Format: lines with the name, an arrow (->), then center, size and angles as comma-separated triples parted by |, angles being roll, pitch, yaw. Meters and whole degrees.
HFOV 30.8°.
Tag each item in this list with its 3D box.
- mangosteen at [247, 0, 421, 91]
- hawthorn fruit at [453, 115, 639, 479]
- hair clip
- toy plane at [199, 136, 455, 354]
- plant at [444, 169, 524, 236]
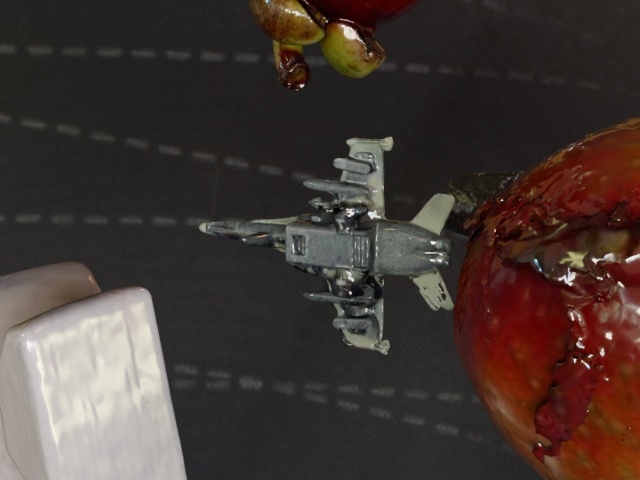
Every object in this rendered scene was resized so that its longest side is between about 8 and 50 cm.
mangosteen -> 0.012, -0.264, 1.088 | 0.215, 0.258, 0.215 | 11, 5, -1
hawthorn fruit -> 0.244, 0.047, 0.834 | 0.316, 0.316, 0.316 | 8, 20, -3
hair clip -> -0.094, 0.176, 0.524 | 0.085, 0.331, 0.101 | -14, 15, -34
toy plane -> -0.004, 0.002, 1.035 | 0.262, 0.192, 0.088 | 3, 10, 20
plant -> 0.219, -0.037, 1.378 | 0.143, 0.092, 0.094 | 13, 61, 25
